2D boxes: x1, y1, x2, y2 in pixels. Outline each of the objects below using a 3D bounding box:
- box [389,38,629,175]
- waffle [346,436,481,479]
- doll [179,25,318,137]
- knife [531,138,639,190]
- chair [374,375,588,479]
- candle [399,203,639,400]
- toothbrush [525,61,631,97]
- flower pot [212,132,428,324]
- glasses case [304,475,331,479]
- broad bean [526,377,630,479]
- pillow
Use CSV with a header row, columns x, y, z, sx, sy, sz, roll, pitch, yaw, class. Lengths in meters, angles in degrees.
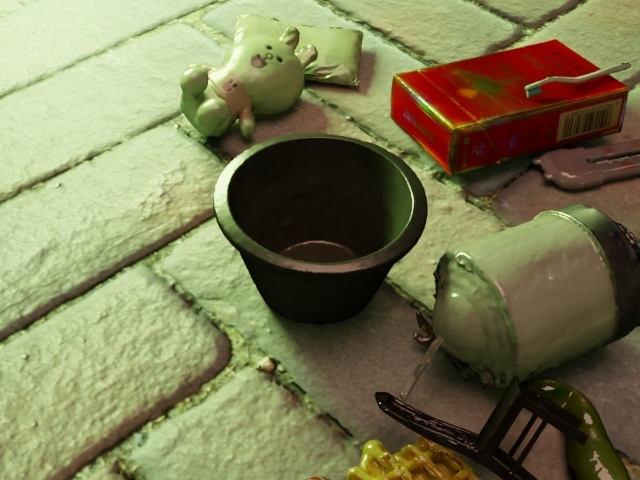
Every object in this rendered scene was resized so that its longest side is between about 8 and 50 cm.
x,y,z,sx,sy,sz,roll,pitch,yaw,class
0.291,-0.214,1.551,0.313,0.089,0.197,-14,40,-19,box
0.145,0.324,0.993,0.283,0.065,0.309,15,33,-10,waffle
-0.121,-0.248,1.561,0.155,0.113,0.275,45,50,9,doll
0.524,-0.138,1.541,0.398,0.038,0.132,-12,44,-15,knife
0.174,0.188,1.088,0.212,0.101,0.084,32,7,5,chair
0.225,0.083,1.196,0.330,0.187,0.187,-20,49,-21,candle
0.395,-0.250,1.508,0.204,0.022,0.017,-18,22,-23,toothbrush
0.000,0.000,1.275,0.269,0.166,0.269,0,44,0,flower pot
0.029,0.329,1.016,0.073,0.049,0.194,-6,42,-40,glasses case
0.307,0.240,1.133,0.070,0.048,0.214,-14,46,-18,broad bean
-0.040,-0.326,1.687,0.229,0.050,0.148,6,54,4,pillow
